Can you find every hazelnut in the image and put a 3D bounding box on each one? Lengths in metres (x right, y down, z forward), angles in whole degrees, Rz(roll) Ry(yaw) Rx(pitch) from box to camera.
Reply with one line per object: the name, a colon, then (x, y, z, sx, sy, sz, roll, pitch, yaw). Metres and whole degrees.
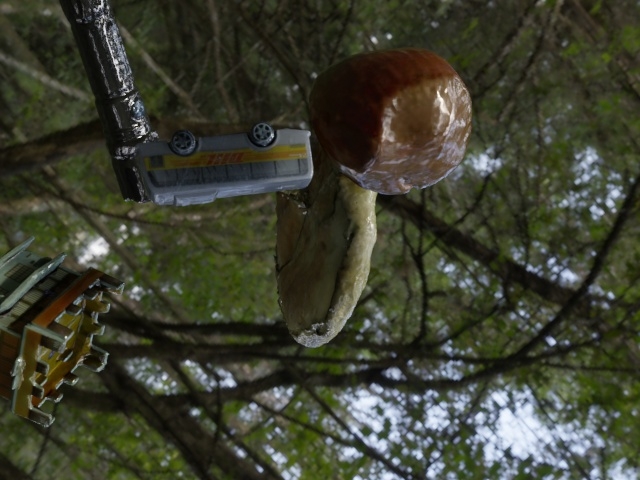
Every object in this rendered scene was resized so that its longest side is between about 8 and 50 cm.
hazelnut: (0.063, -0.117, 0.785, 0.154, 0.143, 0.143, -4, 168, -30)

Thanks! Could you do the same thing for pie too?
pie: (0.000, 0.000, 1.194, 0.337, 0.075, 0.338, -176, -90, -71)

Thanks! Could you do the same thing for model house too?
model house: (-0.447, 0.131, 1.301, 0.224, 0.215, 0.199, -57, 168, -58)

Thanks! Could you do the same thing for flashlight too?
flashlight: (-0.355, -0.267, 1.487, 0.103, 0.424, 0.103, -10, -154, 5)

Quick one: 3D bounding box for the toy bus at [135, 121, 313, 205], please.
toy bus: (-0.104, -0.083, 0.944, 0.190, 0.075, 0.064, -9, 173, -12)
